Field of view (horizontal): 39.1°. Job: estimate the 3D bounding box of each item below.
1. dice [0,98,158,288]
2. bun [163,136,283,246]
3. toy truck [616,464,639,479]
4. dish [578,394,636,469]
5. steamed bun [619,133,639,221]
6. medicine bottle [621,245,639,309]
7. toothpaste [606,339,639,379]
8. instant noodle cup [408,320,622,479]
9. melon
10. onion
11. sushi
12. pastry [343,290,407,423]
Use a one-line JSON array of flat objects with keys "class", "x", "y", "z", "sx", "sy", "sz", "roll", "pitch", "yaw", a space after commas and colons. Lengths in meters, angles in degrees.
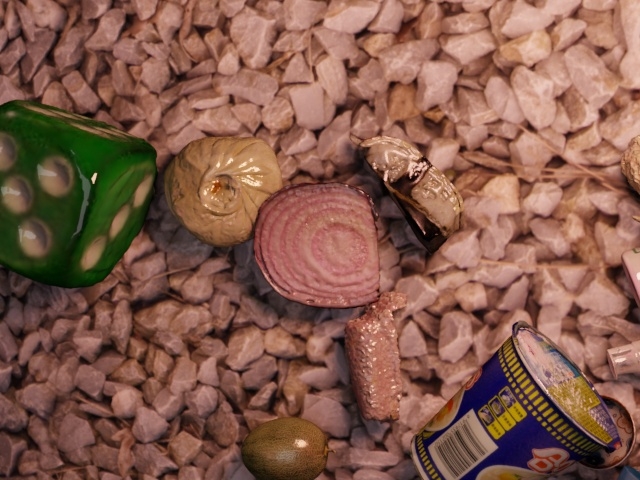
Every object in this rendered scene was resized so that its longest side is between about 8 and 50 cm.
[{"class": "dice", "x": -0.505, "y": -0.097, "z": 1.754, "sx": 0.287, "sy": 0.297, "sz": 0.300, "roll": 25, "pitch": 101, "yaw": 11}, {"class": "bun", "x": -0.199, "y": -0.107, "z": 1.766, "sx": 0.243, "sy": 0.153, "sz": 0.244, "roll": 0, "pitch": 92, "yaw": 13}, {"class": "toy truck", "x": 0.704, "y": 0.546, "z": 1.646, "sx": 0.367, "sy": 0.175, "sz": 0.146, "roll": 24, "pitch": 102, "yaw": 5}, {"class": "dish", "x": 0.544, "y": 0.370, "z": 1.715, "sx": 0.141, "sy": 0.078, "sz": 0.141, "roll": -17, "pitch": 62, "yaw": 35}, {"class": "steamed bun", "x": 0.612, "y": -0.095, "z": 1.562, "sx": 0.170, "sy": 0.225, "sz": 0.200, "roll": -44, "pitch": 89, "yaw": 13}, {"class": "medicine bottle", "x": 0.692, "y": 0.037, "z": 1.610, "sx": 0.274, "sy": 0.133, "sz": 0.133, "roll": -22, "pitch": 92, "yaw": 13}, {"class": "toothpaste", "x": 0.698, "y": 0.190, "z": 1.666, "sx": 0.323, "sy": 0.066, "sz": 0.100, "roll": -16, "pitch": 93, "yaw": 7}, {"class": "instant noodle cup", "x": 0.340, "y": 0.353, "z": 1.663, "sx": 0.284, "sy": 0.284, "sz": 0.312, "roll": 47, "pitch": 111, "yaw": 3}, {"class": "melon", "x": -0.062, "y": 0.423, "z": 1.804, "sx": 0.192, "sy": 0.139, "sz": 0.139, "roll": -5, "pitch": 95, "yaw": 12}, {"class": "onion", "x": 0.000, "y": 0.000, "z": 1.757, "sx": 0.247, "sy": 0.111, "sz": 0.250, "roll": 0, "pitch": 107, "yaw": 11}, {"class": "sushi", "x": 0.173, "y": -0.120, "z": 1.716, "sx": 0.109, "sy": 0.134, "sz": 0.273, "roll": -34, "pitch": 74, "yaw": 0}, {"class": "pastry", "x": 0.105, "y": 0.232, "z": 1.762, "sx": 0.112, "sy": 0.103, "sz": 0.265, "roll": 2, "pitch": 90, "yaw": -29}]
